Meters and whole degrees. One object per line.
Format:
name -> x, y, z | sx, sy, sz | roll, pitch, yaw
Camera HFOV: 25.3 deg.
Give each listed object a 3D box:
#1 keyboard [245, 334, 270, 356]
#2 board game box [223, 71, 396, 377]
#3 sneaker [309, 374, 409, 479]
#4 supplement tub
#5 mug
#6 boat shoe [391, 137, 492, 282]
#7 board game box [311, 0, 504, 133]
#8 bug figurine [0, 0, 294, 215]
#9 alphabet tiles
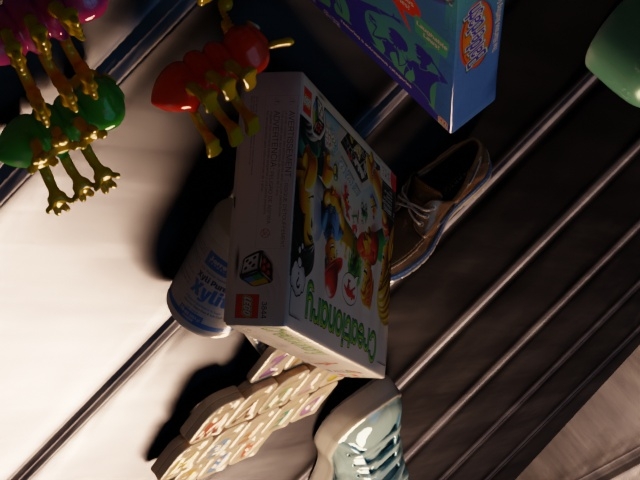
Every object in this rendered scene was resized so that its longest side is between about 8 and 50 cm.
keyboard -> -0.044, 0.082, 1.467 | 0.072, 0.014, 0.256 | -42, 160, -6
board game box -> 0.000, 0.000, 1.177 | 0.305, 0.053, 0.193 | 36, 56, -70
sneaker -> 0.079, 0.311, 1.946 | 0.135, 0.150, 0.366 | -37, 158, -22
supplement tub -> -0.081, 0.025, 1.206 | 0.071, 0.071, 0.107 | -20, 148, -48
mug -> 0.378, -0.219, 1.559 | 0.158, 0.097, 0.129 | -52, 158, 21
boat shoe -> 0.103, -0.037, 1.454 | 0.183, 0.066, 0.066 | -49, 157, -15
board game box -> 0.049, -0.182, 0.924 | 0.047, 0.160, 0.210 | -39, 158, -14
bug figurine -> -0.108, -0.127, 0.861 | 0.216, 0.072, 0.279 | -31, 161, -16
alphabet tiles -> -0.062, 0.185, 1.592 | 0.284, 0.021, 0.278 | -17, 151, -51
